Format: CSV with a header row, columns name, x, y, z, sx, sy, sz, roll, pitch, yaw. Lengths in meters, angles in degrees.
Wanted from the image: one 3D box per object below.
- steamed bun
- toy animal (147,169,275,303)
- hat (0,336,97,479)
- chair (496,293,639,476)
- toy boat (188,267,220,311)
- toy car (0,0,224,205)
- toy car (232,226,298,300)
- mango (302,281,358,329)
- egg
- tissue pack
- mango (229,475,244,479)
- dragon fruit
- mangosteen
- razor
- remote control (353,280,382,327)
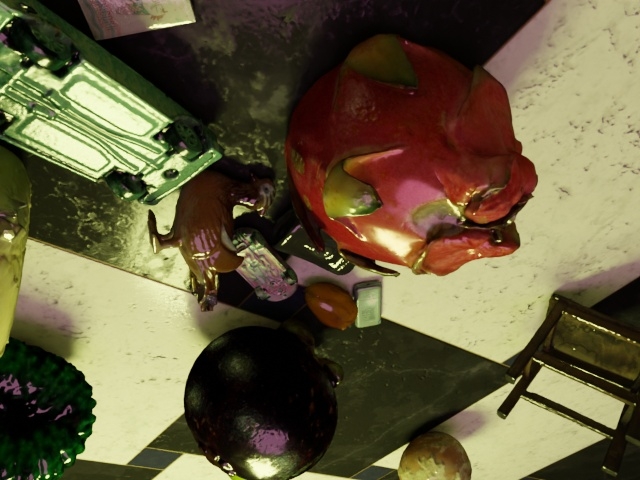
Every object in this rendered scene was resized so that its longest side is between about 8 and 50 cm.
name,x,y,z,sx,sy,sz,roll,pitch,yaw
steamed bun,-0.435,0.021,0.619,0.166,0.232,0.273,10,131,-30
toy animal,-0.143,-0.007,0.747,0.179,0.089,0.188,-12,112,-19
hat,-0.559,0.295,0.919,0.332,0.242,0.274,-22,117,44
chair,0.562,0.206,1.094,0.241,0.416,0.203,22,146,30
toy boat,-0.182,0.059,0.847,0.047,0.049,0.149,-2,136,-11
toy car,-0.252,-0.147,0.570,0.141,0.097,0.321,-32,147,19
toy car,-0.093,0.037,0.841,0.069,0.055,0.142,-30,120,17
mango,0.018,0.115,0.943,0.077,0.063,0.127,-23,137,21
egg,0.305,0.610,1.434,0.195,0.195,0.233,1,117,-14
tissue pack,-0.187,-0.241,0.550,0.108,0.023,0.056,-12,137,-1
mango,-0.133,0.482,1.223,0.192,0.156,0.343,6,135,-17
dragon fruit,0.111,-0.069,0.656,0.306,0.225,0.305,-8,139,-7
mangosteen,-0.092,0.273,0.950,0.288,0.288,0.288,-7,137,-6
razor,0.000,0.000,0.822,0.148,0.054,0.090,23,127,-31
remote control,0.088,0.120,0.995,0.053,0.017,0.124,-9,137,-2
